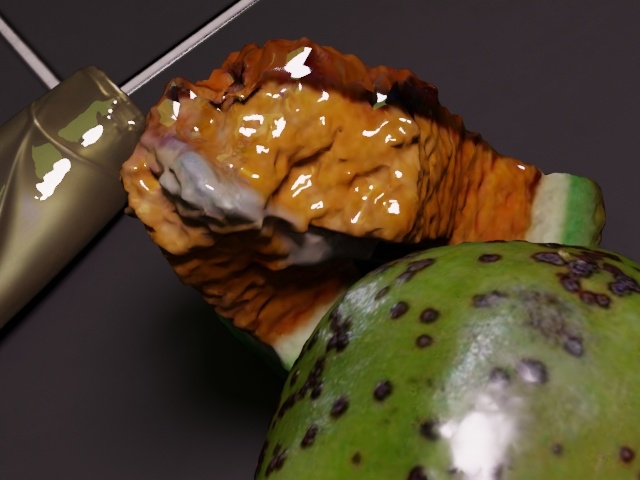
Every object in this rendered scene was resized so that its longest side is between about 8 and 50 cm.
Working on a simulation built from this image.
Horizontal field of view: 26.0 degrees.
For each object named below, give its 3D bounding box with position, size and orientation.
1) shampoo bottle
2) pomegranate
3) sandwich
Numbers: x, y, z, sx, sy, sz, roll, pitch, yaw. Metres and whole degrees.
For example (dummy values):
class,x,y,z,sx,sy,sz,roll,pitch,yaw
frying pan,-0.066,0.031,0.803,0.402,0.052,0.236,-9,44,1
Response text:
class,x,y,z,sx,sy,sz,roll,pitch,yaw
shampoo bottle,-0.256,0.021,0.946,0.350,0.084,0.126,-45,53,-15
pomegranate,0.079,0.123,0.638,0.271,0.254,0.254,-12,46,43
sandwich,0.000,0.000,0.740,0.250,0.301,0.162,6,83,26
